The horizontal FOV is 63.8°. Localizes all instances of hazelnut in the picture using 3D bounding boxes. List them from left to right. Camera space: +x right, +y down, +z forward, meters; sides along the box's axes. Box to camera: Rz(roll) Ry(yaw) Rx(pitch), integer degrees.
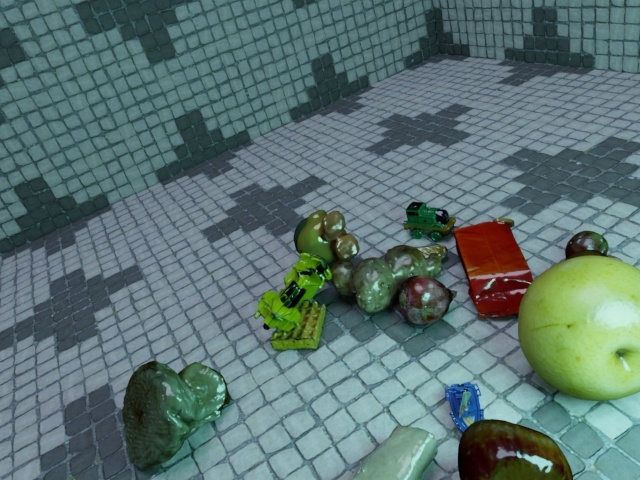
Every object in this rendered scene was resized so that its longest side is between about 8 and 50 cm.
[{"bbox_3d":[0.399,0.461,1.039,0.218,0.233,0.218,-49,8,9],"label":"hazelnut"}]

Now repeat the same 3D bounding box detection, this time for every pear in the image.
[{"bbox_3d":[0.638,0.203,1.211,0.347,0.349,0.348,-13,31,8],"label":"pear"}]

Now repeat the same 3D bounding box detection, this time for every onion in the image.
[{"bbox_3d":[0.338,0.181,1.591,0.194,0.160,0.159,-4,29,-13],"label":"onion"}]

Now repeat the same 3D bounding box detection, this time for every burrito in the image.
[{"bbox_3d":[0.138,0.550,1.154,0.299,0.105,0.143,-39,27,-28],"label":"burrito"}]

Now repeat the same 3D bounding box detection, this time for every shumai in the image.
[{"bbox_3d":[-0.403,0.490,1.495,0.263,0.304,0.309,2,11,-42],"label":"shumai"}]

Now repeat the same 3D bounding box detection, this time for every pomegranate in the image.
[{"bbox_3d":[0.834,0.049,1.583,0.129,0.129,0.159,-32,77,-21],"label":"pomegranate"}]

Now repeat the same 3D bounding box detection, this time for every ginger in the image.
[{"bbox_3d":[0.226,0.112,1.730,0.374,0.177,0.256,-18,28,-3],"label":"ginger"}]

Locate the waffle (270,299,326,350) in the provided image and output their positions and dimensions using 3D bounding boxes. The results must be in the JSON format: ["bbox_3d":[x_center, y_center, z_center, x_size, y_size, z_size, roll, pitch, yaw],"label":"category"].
[{"bbox_3d":[-0.069,0.276,1.733,0.160,0.055,0.211,-8,33,18],"label":"waffle"}]

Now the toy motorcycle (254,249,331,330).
[{"bbox_3d":[-0.073,0.161,1.715,0.142,0.206,0.342,32,46,10],"label":"toy motorcycle"}]

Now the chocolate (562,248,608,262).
[{"bbox_3d":[0.758,0.106,1.459,0.176,0.177,0.177,-13,31,8],"label":"chocolate"}]

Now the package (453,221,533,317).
[{"bbox_3d":[0.556,0.074,1.666,0.195,0.123,0.424,-13,30,13],"label":"package"}]

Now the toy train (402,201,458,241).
[{"bbox_3d":[0.412,-0.078,1.965,0.227,0.136,0.091,6,39,39],"label":"toy train"}]

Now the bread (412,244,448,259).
[{"bbox_3d":[0.353,0.059,1.857,0.214,0.053,0.073,-10,51,9],"label":"bread"}]

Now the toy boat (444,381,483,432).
[{"bbox_3d":[0.354,0.405,1.262,0.091,0.110,0.175,-12,33,11],"label":"toy boat"}]

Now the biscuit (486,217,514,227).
[{"bbox_3d":[0.632,-0.054,1.841,0.102,0.130,0.019,9,70,-18],"label":"biscuit"}]

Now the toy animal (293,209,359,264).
[{"bbox_3d":[-0.003,0.002,1.947,0.191,0.216,0.338,-37,12,-14],"label":"toy animal"}]
